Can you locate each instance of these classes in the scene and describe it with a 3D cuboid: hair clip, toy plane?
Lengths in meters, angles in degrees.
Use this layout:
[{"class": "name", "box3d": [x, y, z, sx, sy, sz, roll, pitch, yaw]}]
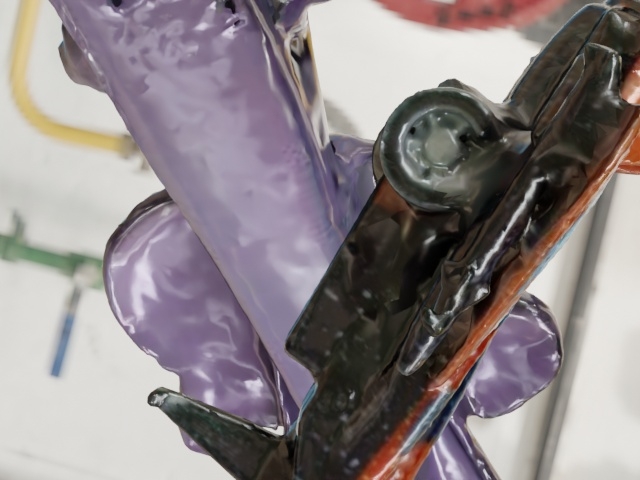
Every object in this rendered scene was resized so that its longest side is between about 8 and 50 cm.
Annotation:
[{"class": "hair clip", "box3d": [-0.003, -0.012, 0.513, 0.090, 0.137, 0.278, -102, 171, -47]}, {"class": "toy plane", "box3d": [0.015, 0.017, 0.360, 0.189, 0.061, 0.130, -45, -179, 0]}]
